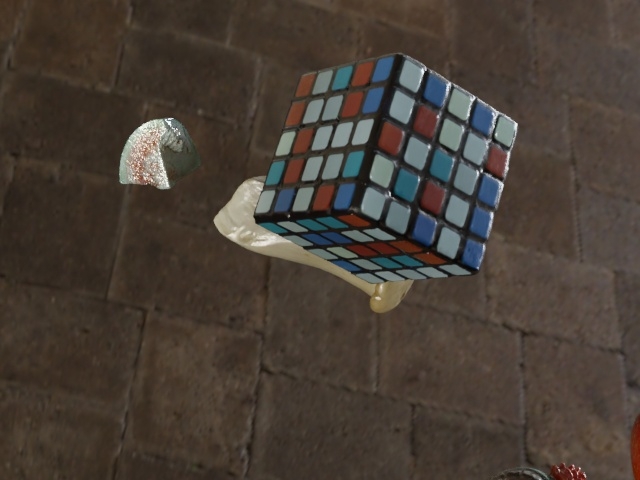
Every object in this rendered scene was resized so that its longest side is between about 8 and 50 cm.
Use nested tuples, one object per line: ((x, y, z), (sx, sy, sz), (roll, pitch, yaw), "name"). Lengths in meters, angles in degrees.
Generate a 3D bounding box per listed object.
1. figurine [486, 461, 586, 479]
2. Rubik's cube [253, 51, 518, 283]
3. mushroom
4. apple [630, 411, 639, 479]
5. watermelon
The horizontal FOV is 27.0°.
((0.209, 0.329, 1.424), (0.138, 0.110, 0.245), (-11, 16, 22), "figurine")
((0.070, -0.072, 1.402), (0.182, 0.187, 0.184), (28, 70, -32), "Rubik's cube")
((0.001, -0.008, 1.590), (0.247, 0.096, 0.108), (26, 47, 7), "mushroom")
((0.386, 0.211, 1.261), (0.181, 0.181, 0.168), (-10, 66, -26), "apple")
((-0.150, -0.078, 1.267), (0.085, 0.085, 0.061), (-9, 58, -26), "watermelon")
